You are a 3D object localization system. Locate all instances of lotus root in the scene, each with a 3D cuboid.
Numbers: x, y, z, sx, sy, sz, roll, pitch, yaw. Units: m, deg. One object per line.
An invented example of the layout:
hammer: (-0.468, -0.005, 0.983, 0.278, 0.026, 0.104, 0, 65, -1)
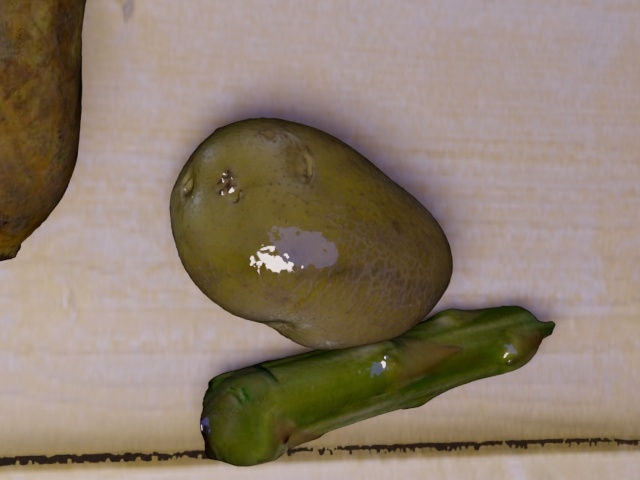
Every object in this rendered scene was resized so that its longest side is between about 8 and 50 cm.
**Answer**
lotus root: (-0.245, -0.113, 1.339, 0.149, 0.267, 0.260, -3, 93, -31)

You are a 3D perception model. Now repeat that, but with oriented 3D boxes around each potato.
potato: (0.000, 0.000, 1.464, 0.251, 0.159, 0.174, 25, 74, -21)

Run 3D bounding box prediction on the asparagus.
asparagus: (0.042, 0.115, 1.507, 0.343, 0.085, 0.082, -16, 78, -26)
